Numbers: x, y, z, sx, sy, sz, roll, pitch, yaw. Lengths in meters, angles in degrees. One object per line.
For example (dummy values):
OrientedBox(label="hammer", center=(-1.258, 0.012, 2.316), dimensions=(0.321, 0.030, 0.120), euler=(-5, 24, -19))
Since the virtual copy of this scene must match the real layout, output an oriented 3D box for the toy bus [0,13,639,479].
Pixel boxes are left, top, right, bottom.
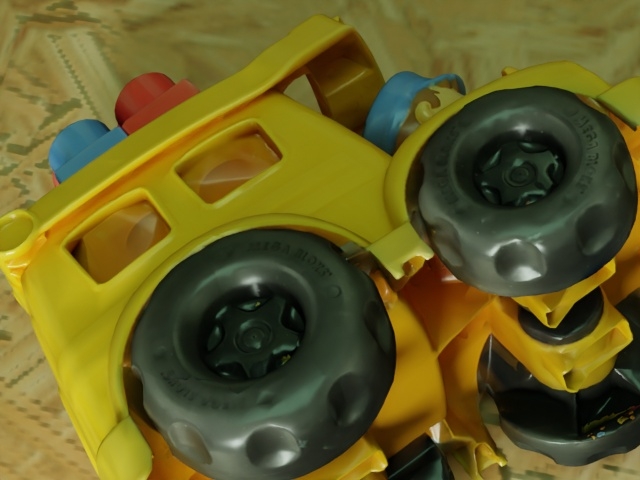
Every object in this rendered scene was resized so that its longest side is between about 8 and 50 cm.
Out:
OrientedBox(label="toy bus", center=(0.000, 0.000, 0.664), dimensions=(0.220, 0.149, 0.211), euler=(-34, 52, -7))
